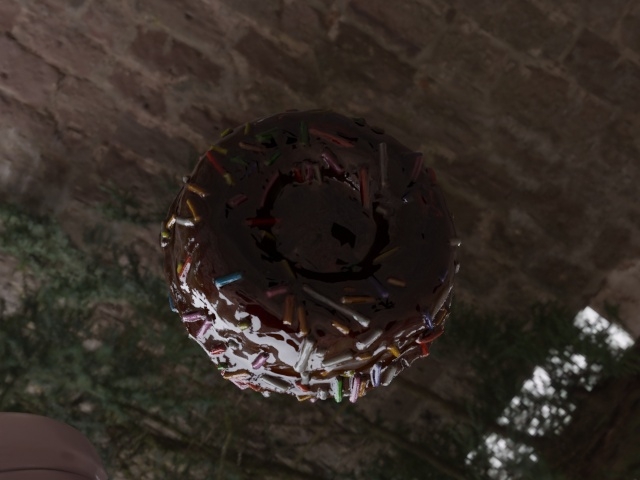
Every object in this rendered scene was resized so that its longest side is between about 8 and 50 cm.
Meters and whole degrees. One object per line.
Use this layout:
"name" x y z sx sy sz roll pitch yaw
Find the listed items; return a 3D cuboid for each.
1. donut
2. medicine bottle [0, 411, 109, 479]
"donut" 0.000 0.000 0.609 0.234 0.089 0.235 6 -121 -10
"medicine bottle" -0.099 0.190 0.279 0.133 0.133 0.250 12 -153 -44
